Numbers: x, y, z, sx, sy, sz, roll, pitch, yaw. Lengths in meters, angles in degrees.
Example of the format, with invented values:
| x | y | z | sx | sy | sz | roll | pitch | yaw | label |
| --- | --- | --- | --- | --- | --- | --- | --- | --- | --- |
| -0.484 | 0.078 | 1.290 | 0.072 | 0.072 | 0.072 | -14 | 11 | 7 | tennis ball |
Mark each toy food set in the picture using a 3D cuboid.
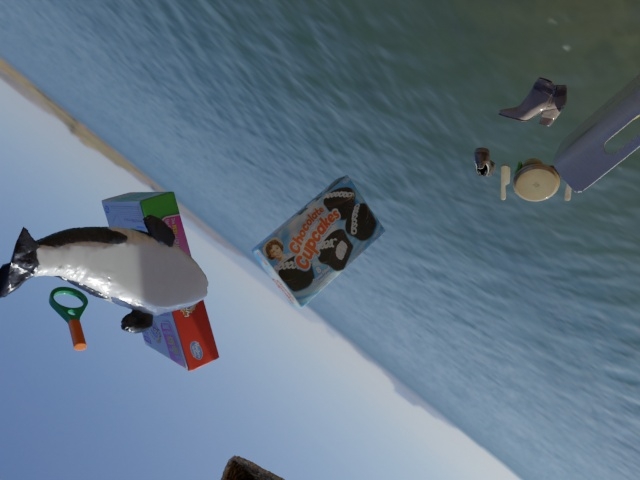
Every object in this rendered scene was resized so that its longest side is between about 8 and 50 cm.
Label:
| x | y | z | sx | sy | sz | roll | pitch | yaw | label |
| --- | --- | --- | --- | --- | --- | --- | --- | --- | --- |
| 0.594 | -0.167 | 1.724 | 0.192 | 0.038 | 0.132 | 3 | 129 | 15 | toy food set |
| 0.516 | -0.194 | 1.049 | 0.092 | 0.220 | 0.306 | 47 | -150 | 4 | toy food set |

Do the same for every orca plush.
| x | y | z | sx | sy | sz | roll | pitch | yaw | label |
| --- | --- | --- | --- | --- | --- | --- | --- | --- | --- |
| -0.282 | 0.046 | 0.807 | 0.102 | 0.151 | 0.287 | -1 | -176 | 36 | orca plush |

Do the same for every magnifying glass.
| x | y | z | sx | sy | sz | roll | pitch | yaw | label |
| --- | --- | --- | --- | --- | --- | --- | --- | --- | --- |
| -0.602 | 0.185 | 1.521 | 0.092 | 0.026 | 0.231 | 11 | -156 | -36 | magnifying glass |

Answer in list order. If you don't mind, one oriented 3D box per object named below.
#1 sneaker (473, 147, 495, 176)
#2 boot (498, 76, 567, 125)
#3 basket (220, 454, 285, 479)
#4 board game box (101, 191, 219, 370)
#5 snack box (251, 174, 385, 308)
| x | y | z | sx | sy | sz | roll | pitch | yaw | label |
| --- | --- | --- | --- | --- | --- | --- | --- | --- | --- |
| 0.527 | -0.235 | 2.041 | 0.066 | 0.071 | 0.188 | 5 | 165 | 26 | sneaker |
| 0.418 | -0.275 | 1.224 | 0.118 | 0.087 | 0.042 | 13 | -152 | 7 | boot |
| -0.189 | 0.814 | 1.843 | 0.299 | 0.213 | 0.223 | 12 | 136 | 40 | basket |
| -0.308 | 0.067 | 1.186 | 0.242 | 0.064 | 0.316 | 7 | 113 | 55 | board game box |
| 0.000 | 0.000 | 1.601 | 0.187 | 0.322 | 0.060 | 54 | 156 | -13 | snack box |
